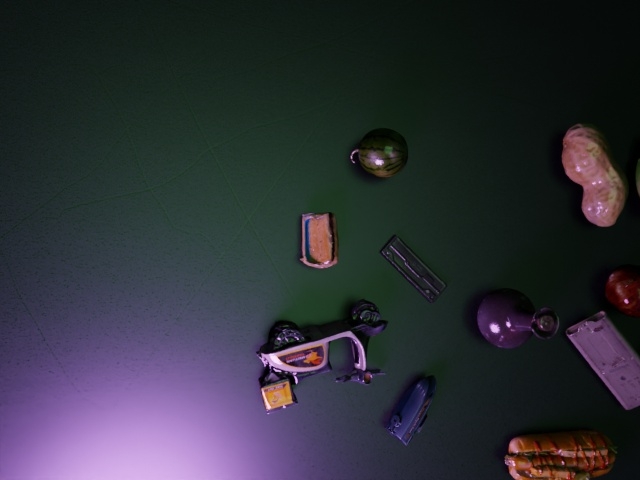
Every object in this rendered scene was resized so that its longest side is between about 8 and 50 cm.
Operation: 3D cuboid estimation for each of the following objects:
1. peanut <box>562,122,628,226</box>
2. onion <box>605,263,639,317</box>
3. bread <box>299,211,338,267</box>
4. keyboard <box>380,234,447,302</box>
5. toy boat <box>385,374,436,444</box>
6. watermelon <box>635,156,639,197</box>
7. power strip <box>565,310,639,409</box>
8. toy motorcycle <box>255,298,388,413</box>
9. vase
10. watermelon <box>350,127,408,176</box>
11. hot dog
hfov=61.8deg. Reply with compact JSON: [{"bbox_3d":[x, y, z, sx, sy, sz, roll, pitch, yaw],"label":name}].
[{"bbox_3d":[0.588,-0.142,1.145,0.103,0.098,0.230,-25,91,28],"label":"peanut"},{"bbox_3d":[0.668,0.110,1.135,0.117,0.118,0.119,22,81,12],"label":"onion"},{"bbox_3d":[0.000,0.000,1.027,0.072,0.053,0.106,-2,83,11],"label":"bread"},{"bbox_3d":[0.190,0.057,1.084,0.155,0.010,0.053,45,77,-6],"label":"keyboard"},{"bbox_3d":[0.184,0.323,1.041,0.060,0.055,0.141,40,77,-30],"label":"toy boat"},{"bbox_3d":[0.774,-0.130,1.191,0.193,0.137,0.145,39,114,-8],"label":"watermelon"},{"bbox_3d":[0.637,0.269,1.136,0.092,0.034,0.268,-38,95,25],"label":"power strip"},{"bbox_3d":[0.009,0.209,0.996,0.262,0.091,0.157,-14,97,-11],"label":"toy motorcycle"},{"bbox_3d":[0.383,0.153,1.032,0.120,0.183,0.120,1,86,-11],"label":"vase"},{"bbox_3d":[0.118,-0.173,1.042,0.108,0.109,0.109,1,86,-12],"label":"watermelon"},{"bbox_3d":[0.492,0.446,1.092,0.250,0.076,0.104,3,86,-14],"label":"hot dog"}]
